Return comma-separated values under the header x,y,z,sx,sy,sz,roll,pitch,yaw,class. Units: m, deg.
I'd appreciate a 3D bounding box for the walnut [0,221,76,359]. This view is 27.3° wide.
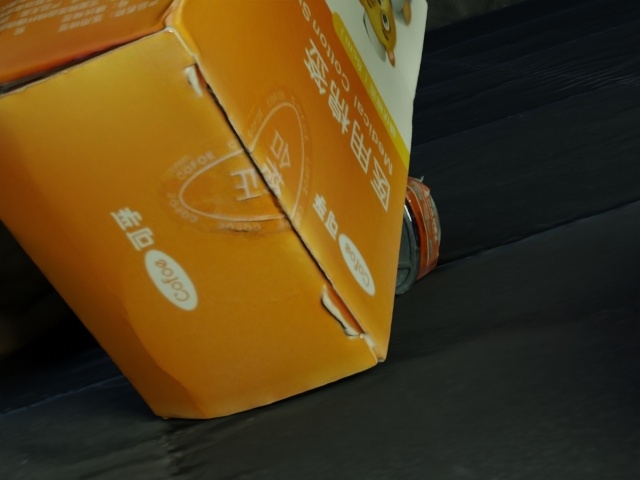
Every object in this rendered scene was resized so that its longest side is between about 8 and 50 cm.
x,y,z,sx,sy,sz,roll,pitch,yaw,class
-0.266,-0.028,0.965,0.273,0.273,0.227,-18,54,-5,walnut

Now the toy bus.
x,y,z,sx,sy,sz,roll,pitch,yaw,class
0.000,0.000,0.851,0.174,0.079,0.077,-9,6,33,toy bus

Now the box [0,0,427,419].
x,y,z,sx,sy,sz,roll,pitch,yaw,class
-0.054,-0.103,0.730,0.143,0.225,0.341,-15,38,23,box
